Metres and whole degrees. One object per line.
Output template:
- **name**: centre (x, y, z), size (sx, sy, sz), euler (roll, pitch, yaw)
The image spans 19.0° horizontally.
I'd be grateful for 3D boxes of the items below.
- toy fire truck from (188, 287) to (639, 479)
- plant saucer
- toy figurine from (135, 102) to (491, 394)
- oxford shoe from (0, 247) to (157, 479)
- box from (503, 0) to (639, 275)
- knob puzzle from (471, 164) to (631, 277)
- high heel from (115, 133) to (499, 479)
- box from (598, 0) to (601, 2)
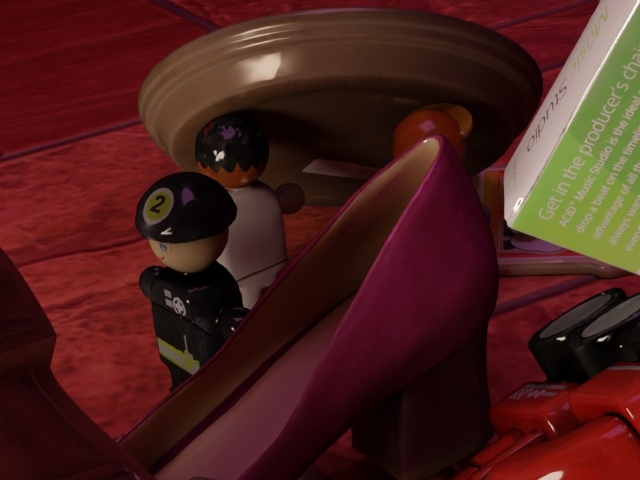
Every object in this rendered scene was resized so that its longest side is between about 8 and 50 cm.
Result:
- **toy fire truck**: centre (0.086, 0.115, 0.884), size (0.246, 0.158, 0.217), euler (-33, 4, -12)
- **plant saucer**: centre (0.015, -0.082, 1.305), size (0.278, 0.041, 0.278), euler (-3, -19, -1)
- **toy figurine**: centre (0.000, 0.000, 1.177), size (0.213, 0.148, 0.209), euler (-2, 25, 11)
- **oxford shoe**: centre (-0.143, 0.145, 0.849), size (0.123, 0.130, 0.348), euler (-4, 54, -42)
- **box**: centre (0.279, -0.053, 0.904), size (0.322, 0.232, 0.058), euler (20, 34, -12)
- **knob puzzle**: centre (0.200, -0.028, 1.337), size (0.213, 0.030, 0.213), euler (-5, 24, 2)
- **high heel**: centre (-0.067, 0.082, 0.964), size (0.377, 0.181, 0.127), euler (-26, 31, -32)
- **box**: centre (0.375, -0.287, 1.760), size (0.182, 0.119, 0.181), euler (17, 33, 41)
